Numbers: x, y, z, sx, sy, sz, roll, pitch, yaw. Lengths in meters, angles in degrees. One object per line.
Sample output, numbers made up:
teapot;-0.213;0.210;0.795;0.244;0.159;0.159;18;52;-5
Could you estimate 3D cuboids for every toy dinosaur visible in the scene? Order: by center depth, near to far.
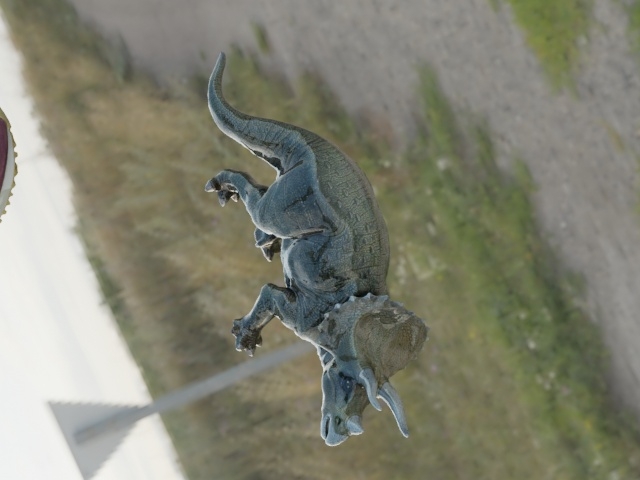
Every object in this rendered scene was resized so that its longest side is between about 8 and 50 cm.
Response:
toy dinosaur;0.000;0.000;1.111;0.160;0.121;0.313;-15;83;41

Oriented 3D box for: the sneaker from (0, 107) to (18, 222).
sneaker;-0.268;-0.016;0.945;0.084;0.185;0.069;9;-147;-42
